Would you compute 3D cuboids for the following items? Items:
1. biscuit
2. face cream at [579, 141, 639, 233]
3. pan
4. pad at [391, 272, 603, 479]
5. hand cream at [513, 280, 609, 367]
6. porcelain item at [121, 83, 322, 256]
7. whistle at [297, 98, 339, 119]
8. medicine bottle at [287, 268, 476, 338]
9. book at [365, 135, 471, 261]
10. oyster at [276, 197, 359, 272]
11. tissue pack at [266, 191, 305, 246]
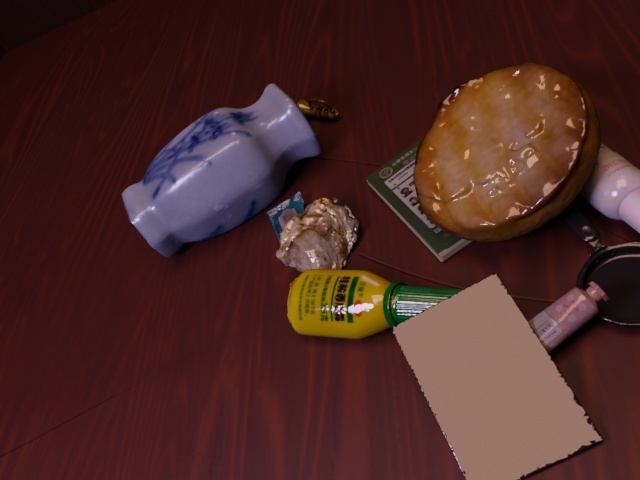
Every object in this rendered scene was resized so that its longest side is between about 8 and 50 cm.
[{"bbox_3d":[0.282,-0.133,0.921,0.296,0.102,0.296,-26,50,35],"label":"biscuit"},{"bbox_3d":[0.417,-0.103,0.896,0.082,0.082,0.269,-32,42,2],"label":"face cream"},{"bbox_3d":[0.403,0.026,0.822,0.136,0.028,0.235,-27,46,6],"label":"pan"},{"bbox_3d":[0.216,0.177,0.761,0.170,0.006,0.245,-30,58,8],"label":"pad"},{"bbox_3d":[0.283,0.130,0.782,0.209,0.043,0.067,-42,42,10],"label":"hand cream"},{"bbox_3d":[-0.210,-0.150,1.246,0.405,0.178,0.242,-35,42,-2],"label":"porcelain item"},{"bbox_3d":[-0.005,-0.304,1.353,0.109,0.057,0.046,14,39,39],"label":"whistle"},{"bbox_3d":[0.092,0.099,0.910,0.309,0.076,0.111,-1,72,29],"label":"medicine bottle"},{"bbox_3d":[0.223,-0.098,1.048,0.202,0.027,0.264,-35,43,-1],"label":"book"},{"bbox_3d":[0.000,0.000,1.053,0.163,0.081,0.191,-31,62,-5],"label":"oyster"},{"bbox_3d":[-0.051,-0.027,1.151,0.085,0.028,0.138,-30,47,8],"label":"tissue pack"}]
